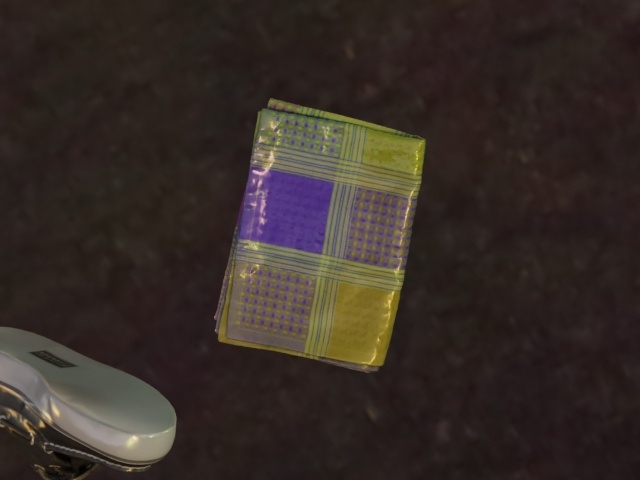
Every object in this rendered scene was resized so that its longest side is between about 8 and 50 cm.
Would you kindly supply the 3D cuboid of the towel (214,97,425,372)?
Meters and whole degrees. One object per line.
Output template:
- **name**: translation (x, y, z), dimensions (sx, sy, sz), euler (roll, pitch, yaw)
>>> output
- **towel**: translation (0.000, 0.000, 0.649), dimensions (0.060, 0.083, 0.009), euler (14, 11, 10)

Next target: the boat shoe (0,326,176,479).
- **boat shoe**: translation (-0.173, 0.120, 1.293), dimensions (0.080, 0.076, 0.228), euler (-2, 15, -41)
